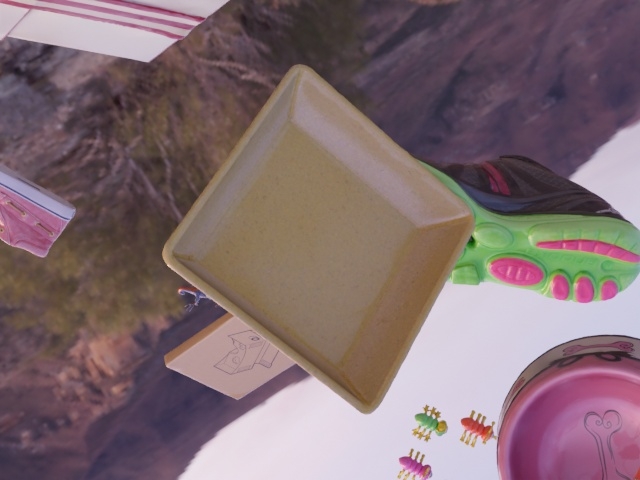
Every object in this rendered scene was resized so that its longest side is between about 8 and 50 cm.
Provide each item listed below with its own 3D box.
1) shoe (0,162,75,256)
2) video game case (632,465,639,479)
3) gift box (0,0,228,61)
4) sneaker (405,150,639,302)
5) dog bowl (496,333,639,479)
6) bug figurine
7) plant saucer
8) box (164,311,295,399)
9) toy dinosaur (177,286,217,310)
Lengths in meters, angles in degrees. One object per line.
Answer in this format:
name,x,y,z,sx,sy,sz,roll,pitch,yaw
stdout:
shoe,-0.409,-0.049,1.232,0.081,0.178,0.063,-57,-157,3
video game case,0.356,0.322,0.985,0.025,0.204,0.285,29,-88,57
gift box,-0.256,-0.358,1.015,0.258,0.276,0.255,2,161,-38
sneaker,0.243,-0.038,1.465,0.202,0.482,0.185,-81,-170,-61
dog bowl,0.480,0.365,1.607,0.408,0.408,0.150,-32,167,19
bug figurine,0.313,0.539,2.418,0.072,0.216,0.279,84,29,-72
plant saucer,0.000,0.000,1.240,0.333,0.332,0.081,-58,-163,-26
box,-0.104,0.157,1.429,0.201,0.021,0.164,-34,136,22
toy dinosaur,-0.229,0.099,1.857,0.090,0.082,0.047,-59,-172,-10
